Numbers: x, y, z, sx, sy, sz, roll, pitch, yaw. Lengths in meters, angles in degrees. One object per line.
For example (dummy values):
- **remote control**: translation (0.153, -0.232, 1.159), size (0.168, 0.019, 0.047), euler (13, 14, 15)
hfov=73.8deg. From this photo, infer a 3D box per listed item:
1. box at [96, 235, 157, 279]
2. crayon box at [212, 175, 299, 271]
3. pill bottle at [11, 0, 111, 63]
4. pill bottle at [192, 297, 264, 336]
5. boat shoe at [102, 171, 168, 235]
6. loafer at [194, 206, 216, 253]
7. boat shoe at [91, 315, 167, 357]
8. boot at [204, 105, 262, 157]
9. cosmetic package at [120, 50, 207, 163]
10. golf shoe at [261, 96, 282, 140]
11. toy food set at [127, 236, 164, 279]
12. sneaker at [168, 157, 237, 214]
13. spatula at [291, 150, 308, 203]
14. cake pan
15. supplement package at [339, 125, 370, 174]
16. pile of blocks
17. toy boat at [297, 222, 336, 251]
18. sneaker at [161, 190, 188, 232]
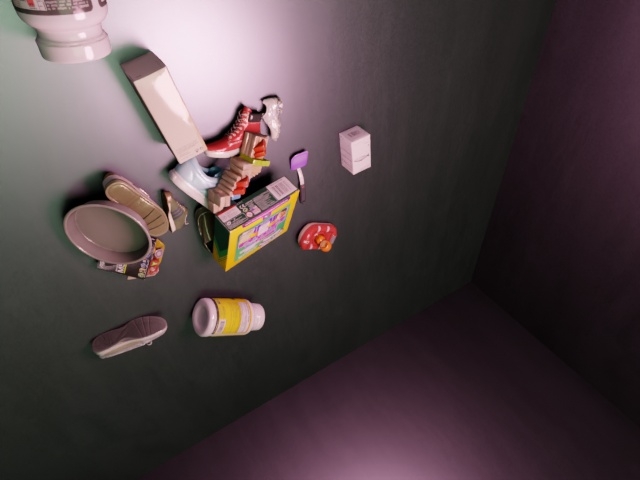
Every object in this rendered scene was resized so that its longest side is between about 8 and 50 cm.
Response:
- **box**: translation (-0.748, 0.049, 1.647), size (0.184, 0.045, 0.190), euler (17, 117, -20)
- **crayon box**: translation (-0.278, -0.070, 1.801), size (0.363, 0.106, 0.313), euler (-36, 164, -32)
- **pill bottle**: translation (-0.641, -0.635, 1.019), size (0.210, 0.210, 0.362), euler (-20, 136, -25)
- **pill bottle**: translation (-0.455, 0.386, 2.150), size (0.334, 0.188, 0.187), euler (10, 119, -45)
- **boat shoe**: translation (-0.663, -0.135, 1.553), size (0.113, 0.103, 0.302), euler (-33, 141, -6)
- **loafer**: translation (-0.468, -0.039, 1.820), size (0.094, 0.087, 0.251), euler (-24, 138, -21)
- **boat shoe**: translation (-0.855, 0.441, 1.933), size (0.321, 0.118, 0.103), euler (-22, 143, -18)
- **boot**: translation (-0.328, -0.411, 1.594), size (0.244, 0.088, 0.176), euler (-23, 138, -34)
- **cosmetic package**: translation (-0.499, -0.423, 1.380), size (0.113, 0.160, 0.309), euler (-32, 141, -14)
- **golf shoe**: translation (-0.197, -0.477, 1.673), size (0.086, 0.069, 0.176), euler (-2, 127, -14)
- **toy food set**: translation (-0.709, 0.092, 1.755), size (0.128, 0.071, 0.217), euler (-1, 126, -39)
- **sneaker**: translation (-0.409, -0.203, 1.680), size (0.150, 0.135, 0.366), euler (-44, 142, 7)
- **spatula**: translation (-0.090, -0.280, 1.957), size (0.084, 0.030, 0.296), euler (-24, 139, -19)
- **cake pan**: translation (-0.741, -0.030, 1.505), size (0.294, 0.054, 0.293), euler (0, 135, 0)
- **supplement package**: translation (0.162, -0.419, 1.977), size (0.105, 0.105, 0.179), euler (-29, 140, -17)
- **pile of blocks**: translation (-0.283, -0.241, 1.613), size (0.362, 0.113, 0.149), euler (-57, 146, 0)
- **toy boat**: translation (0.000, 0.000, 2.198), size (0.231, 0.151, 0.150), euler (-1, 126, -40)
- **sneaker**: translation (-0.568, -0.123, 1.684), size (0.086, 0.064, 0.192), euler (-25, 139, -32)
